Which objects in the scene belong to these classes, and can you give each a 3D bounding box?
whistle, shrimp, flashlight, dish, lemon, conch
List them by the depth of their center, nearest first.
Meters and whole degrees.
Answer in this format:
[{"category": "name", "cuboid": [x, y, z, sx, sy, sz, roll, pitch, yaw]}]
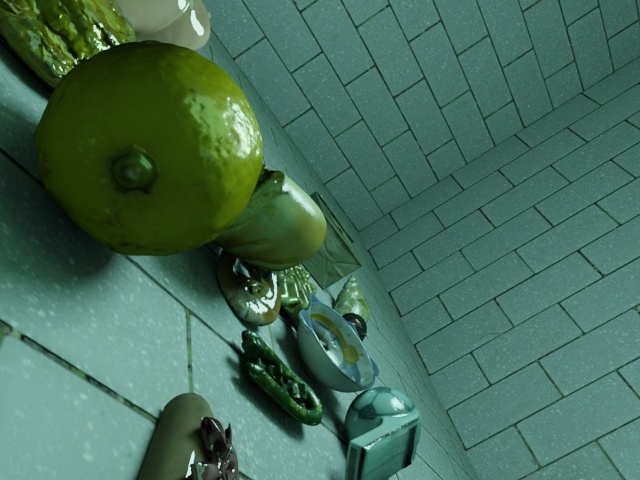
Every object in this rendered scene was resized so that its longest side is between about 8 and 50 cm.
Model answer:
[{"category": "lemon", "cuboid": [-0.194, -0.108, 0.649, 0.260, 0.260, 0.284, 54, -20, -22]}, {"category": "shrimp", "cuboid": [-0.126, 0.051, 1.018, 0.143, 0.052, 0.251, 40, 25, -27]}, {"category": "whistle", "cuboid": [0.101, 0.366, 1.042, 0.289, 0.163, 0.163, -3, 57, -50]}, {"category": "dish", "cuboid": [0.016, 0.229, 1.124, 0.236, 0.086, 0.228, 48, 16, -10]}, {"category": "flashlight", "cuboid": [0.063, 0.236, 1.413, 0.093, 0.093, 0.232, 60, 9, 12]}, {"category": "conch", "cuboid": [0.098, 0.211, 1.657, 0.116, 0.106, 0.173, 37, 28, -12]}]

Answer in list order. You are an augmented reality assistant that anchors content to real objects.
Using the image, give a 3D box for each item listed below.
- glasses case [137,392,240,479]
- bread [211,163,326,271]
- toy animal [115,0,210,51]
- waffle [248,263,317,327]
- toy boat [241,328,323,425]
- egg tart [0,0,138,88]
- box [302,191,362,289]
[{"category": "glasses case", "cuboid": [-0.110, 0.231, 0.509, 0.102, 0.070, 0.193, 56, 9, -17]}, {"category": "bread", "cuboid": [-0.147, -0.067, 0.931, 0.333, 0.160, 0.333, 36, -4, 3]}, {"category": "toy animal", "cuboid": [-0.375, -0.494, 1.145, 0.326, 0.269, 0.237, -7, 60, -45]}, {"category": "waffle", "cuboid": [-0.089, 0.068, 1.251, 0.309, 0.056, 0.292, 57, 8, -14]}, {"category": "toy boat", "cuboid": [-0.062, 0.224, 0.859, 0.210, 0.052, 0.104, 52, 8, -30]}, {"category": "egg tart", "cuboid": [-0.374, -0.326, 0.825, 0.294, 0.123, 0.294, 55, 8, -11]}, {"category": "box", "cuboid": [0.000, 0.000, 1.660, 0.231, 0.155, 0.149, 54, 10, -31]}]
